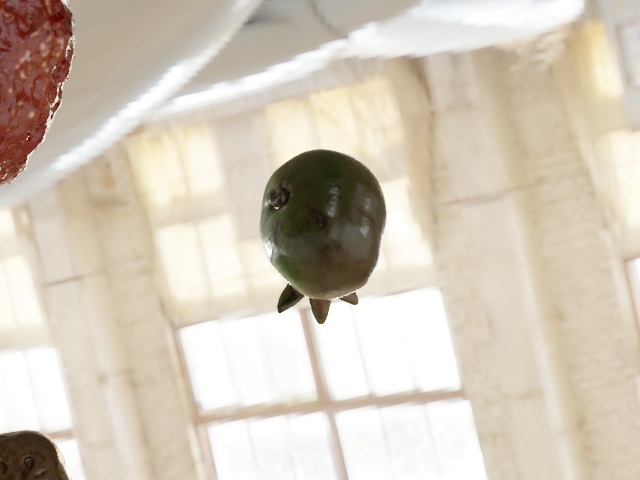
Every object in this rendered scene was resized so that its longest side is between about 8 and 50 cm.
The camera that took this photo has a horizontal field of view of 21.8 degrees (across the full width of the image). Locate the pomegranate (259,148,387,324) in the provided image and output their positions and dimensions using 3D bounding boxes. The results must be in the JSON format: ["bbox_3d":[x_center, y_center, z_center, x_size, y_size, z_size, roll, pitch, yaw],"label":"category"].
[{"bbox_3d":[0.000,0.000,1.729,0.131,0.152,0.191,9,148,2],"label":"pomegranate"}]

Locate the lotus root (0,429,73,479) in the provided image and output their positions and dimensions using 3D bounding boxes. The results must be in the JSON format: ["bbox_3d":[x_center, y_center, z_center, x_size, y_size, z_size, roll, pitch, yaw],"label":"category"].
[{"bbox_3d":[-0.368,0.360,1.807,0.316,0.316,0.250,-15,149,-30],"label":"lotus root"}]

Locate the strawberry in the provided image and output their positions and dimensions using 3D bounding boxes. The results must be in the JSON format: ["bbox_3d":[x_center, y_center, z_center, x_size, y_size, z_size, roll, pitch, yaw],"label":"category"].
[{"bbox_3d":[-0.335,-0.132,1.332,0.257,0.257,0.277,-11,-153,25],"label":"strawberry"}]
